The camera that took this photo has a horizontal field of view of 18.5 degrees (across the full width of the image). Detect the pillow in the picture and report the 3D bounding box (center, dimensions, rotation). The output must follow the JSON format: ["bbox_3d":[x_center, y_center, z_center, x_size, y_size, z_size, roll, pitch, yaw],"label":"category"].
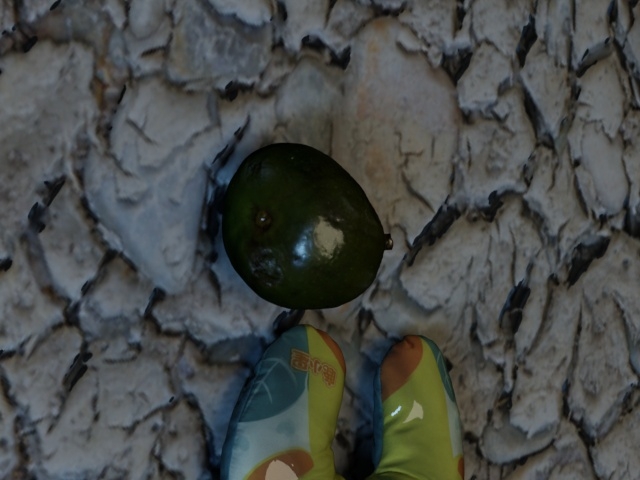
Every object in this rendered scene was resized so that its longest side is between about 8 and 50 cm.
[{"bbox_3d":[0.018,0.169,1.438,0.233,0.086,0.214,10,78,-42],"label":"pillow"}]

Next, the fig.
[{"bbox_3d":[0.000,0.000,1.384,0.177,0.117,0.117,28,76,-65],"label":"fig"}]
